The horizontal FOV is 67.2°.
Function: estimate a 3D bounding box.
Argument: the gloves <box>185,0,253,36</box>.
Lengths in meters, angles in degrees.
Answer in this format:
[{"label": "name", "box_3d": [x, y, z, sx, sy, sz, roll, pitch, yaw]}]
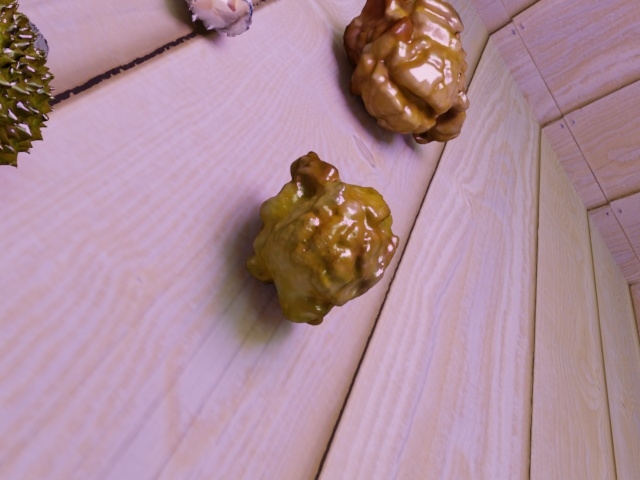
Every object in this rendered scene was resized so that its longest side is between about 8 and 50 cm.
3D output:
[{"label": "gloves", "box_3d": [-0.149, -0.354, 0.669, 0.114, 0.070, 0.153, 16, 52, -36]}]

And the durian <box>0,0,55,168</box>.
[{"label": "durian", "box_3d": [-0.267, -0.094, 0.311, 0.146, 0.159, 0.198, 58, 40, -28]}]

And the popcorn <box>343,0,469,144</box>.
[{"label": "popcorn", "box_3d": [0.181, -0.320, 0.935, 0.332, 0.225, 0.265, 56, 32, -32]}]

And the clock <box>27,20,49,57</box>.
[{"label": "clock", "box_3d": [-0.299, -0.192, 0.447, 0.083, 0.010, 0.074, 31, 49, -36]}]

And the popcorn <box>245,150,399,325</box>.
[{"label": "popcorn", "box_3d": [-0.006, -0.001, 0.564, 0.155, 0.197, 0.198, 30, 47, -17]}]
